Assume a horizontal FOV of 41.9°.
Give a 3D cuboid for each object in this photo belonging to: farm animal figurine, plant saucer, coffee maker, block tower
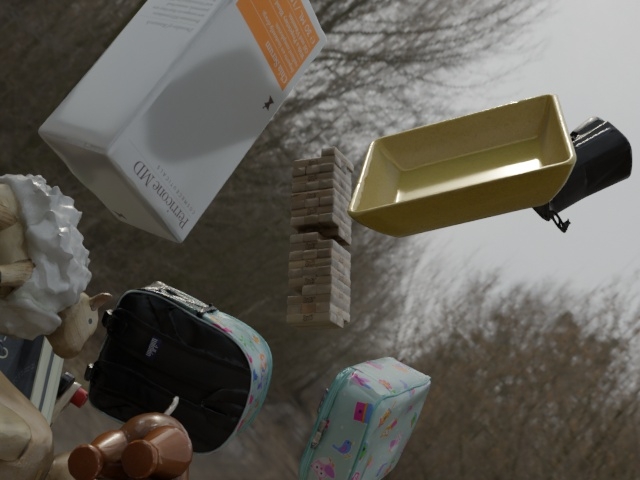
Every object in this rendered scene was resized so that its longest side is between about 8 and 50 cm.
[{"bbox_3d":[-0.220,0.169,0.532,0.326,0.330,0.172,55,7,14],"label":"farm animal figurine"},{"bbox_3d":[0.229,-0.112,1.328,0.333,0.333,0.081,-70,144,-62],"label":"plant saucer"},{"bbox_3d":[0.451,-0.115,1.464,0.171,0.178,0.120,62,-3,19],"label":"coffee maker"},{"bbox_3d":[0.000,0.000,1.556,0.097,0.335,0.091,-6,-22,24],"label":"block tower"}]

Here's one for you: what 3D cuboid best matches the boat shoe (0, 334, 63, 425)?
[{"bbox_3d":[-0.446,0.151,1.171,0.156,0.500,0.187,14,-25,-21],"label":"boat shoe"}]

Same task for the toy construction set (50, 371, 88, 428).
[{"bbox_3d":[-0.553,0.416,1.585,0.308,0.257,0.237,55,18,-8],"label":"toy construction set"}]

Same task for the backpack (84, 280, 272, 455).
[{"bbox_3d":[-0.205,0.204,1.307,0.254,0.225,0.191,23,8,17],"label":"backpack"}]

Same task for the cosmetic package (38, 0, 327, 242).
[{"bbox_3d":[-0.197,-0.251,1.316,0.162,0.453,0.230,19,-24,33],"label":"cosmetic package"}]

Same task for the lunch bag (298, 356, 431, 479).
[{"bbox_3d":[0.073,0.318,1.406,0.108,0.224,0.279,27,12,25],"label":"lunch bag"}]
